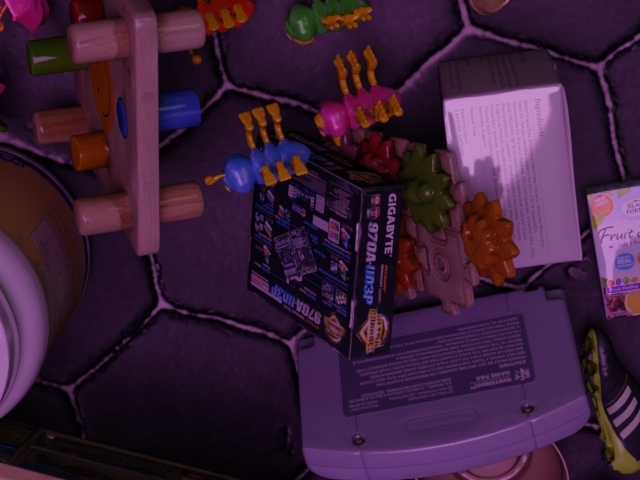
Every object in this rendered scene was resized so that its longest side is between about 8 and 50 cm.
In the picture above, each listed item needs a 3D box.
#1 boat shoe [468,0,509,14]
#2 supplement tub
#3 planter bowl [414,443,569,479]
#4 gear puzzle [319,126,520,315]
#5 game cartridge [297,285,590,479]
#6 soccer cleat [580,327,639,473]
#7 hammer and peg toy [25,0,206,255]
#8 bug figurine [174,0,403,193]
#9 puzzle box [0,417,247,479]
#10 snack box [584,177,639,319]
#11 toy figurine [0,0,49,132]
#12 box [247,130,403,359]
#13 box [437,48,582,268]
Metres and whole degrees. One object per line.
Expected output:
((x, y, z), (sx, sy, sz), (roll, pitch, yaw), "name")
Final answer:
((0.201, -0.288, 1.692), (0.056, 0.048, 0.153), (29, 104, -33), "boat shoe")
((-0.371, 0.053, 1.687), (0.241, 0.331, 0.241), (1, 107, 3), "supplement tub")
((0.182, 0.243, 1.832), (0.162, 0.109, 0.162), (1, 106, 3), "planter bowl")
((0.086, -0.012, 1.659), (0.044, 0.339, 0.175), (-17, 109, -26), "gear puzzle")
((0.124, 0.152, 1.764), (0.294, 0.196, 0.060), (-11, 129, 7), "game cartridge")
((0.325, 0.168, 1.833), (0.072, 0.060, 0.179), (-17, 112, -2), "soccer cleat")
((-0.197, -0.194, 1.603), (0.127, 0.266, 0.361), (-9, 125, -18), "hammer and peg toy")
((-0.036, -0.163, 1.688), (0.216, 0.279, 0.072), (-15, 150, -8), "bug figurine")
((-0.206, 0.262, 1.777), (0.409, 0.272, 0.052), (14, 90, -2), "puzzle box")
((0.337, 0.006, 1.788), (0.100, 0.037, 0.141), (-10, 106, 5), "snack box")
((-0.351, -0.221, 1.736), (0.173, 0.130, 0.159), (33, 93, 18), "toy figurine")
((0.000, 0.000, 1.715), (0.051, 0.220, 0.175), (-6, 110, -29), "box")
((0.186, -0.082, 1.693), (0.119, 0.181, 0.182), (-7, 107, 5), "box")
